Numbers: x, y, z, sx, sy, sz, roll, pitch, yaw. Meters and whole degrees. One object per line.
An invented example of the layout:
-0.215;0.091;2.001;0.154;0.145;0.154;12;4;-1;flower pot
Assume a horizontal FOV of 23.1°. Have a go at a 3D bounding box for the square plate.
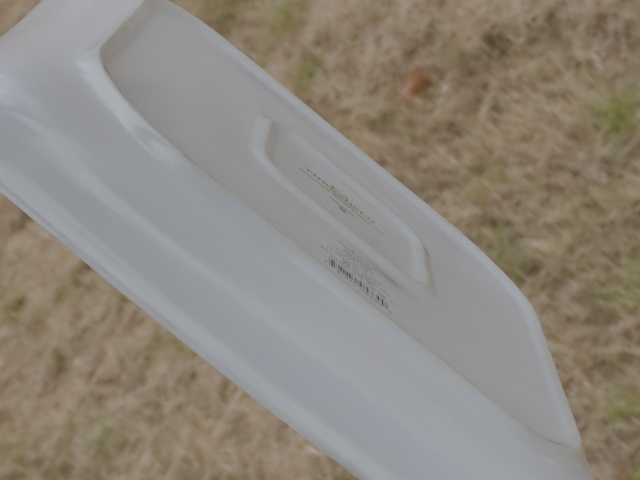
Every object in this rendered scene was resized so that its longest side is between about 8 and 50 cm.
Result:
0.000;0.000;0.725;0.049;0.347;0.344;-49;10;12;square plate
